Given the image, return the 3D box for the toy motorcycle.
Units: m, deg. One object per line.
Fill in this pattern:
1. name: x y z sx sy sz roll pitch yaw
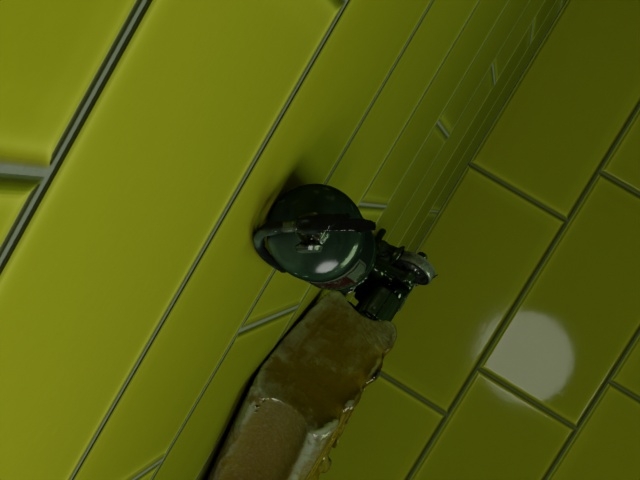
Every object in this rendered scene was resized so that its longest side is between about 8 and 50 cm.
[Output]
1. toy motorcycle: 0.092 0.112 1.901 0.205 0.127 0.275 -54 177 -25

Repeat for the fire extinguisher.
1. fire extinguisher: 0.000 0.000 1.002 0.294 0.118 0.093 39 47 -82

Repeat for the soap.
1. soap: -0.038 0.283 1.597 0.293 0.156 0.335 -45 164 -49
